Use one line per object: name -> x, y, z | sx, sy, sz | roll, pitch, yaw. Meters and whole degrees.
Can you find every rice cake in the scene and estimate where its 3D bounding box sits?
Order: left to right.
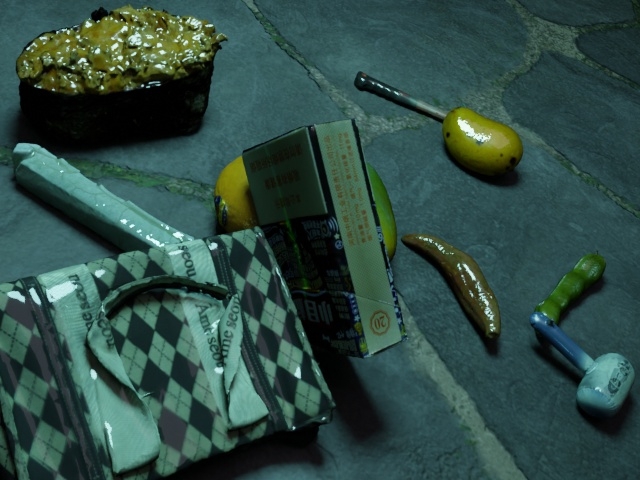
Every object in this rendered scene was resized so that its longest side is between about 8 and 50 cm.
rice cake -> -0.350, -0.050, 1.041 | 0.336, 0.066, 0.063 | 31, 39, 8

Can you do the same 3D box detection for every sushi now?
sushi -> -0.361, -0.308, 1.170 | 0.349, 0.207, 0.234 | -20, 66, -29

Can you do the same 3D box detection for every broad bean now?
broad bean -> 0.447, 0.094, 1.192 | 0.053, 0.052, 0.256 | 6, 34, 45

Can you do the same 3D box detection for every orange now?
orange -> -0.087, -0.067, 1.089 | 0.178, 0.155, 0.177 | 6, 37, -5

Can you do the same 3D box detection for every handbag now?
handbag -> -0.207, 0.168, 0.843 | 0.416, 0.180, 0.316 | -15, 65, -34

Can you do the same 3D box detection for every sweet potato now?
sweet potato -> 0.242, 0.065, 1.147 | 0.078, 0.058, 0.255 | -28, 57, -12

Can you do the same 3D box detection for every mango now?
mango -> 0.063, -0.046, 1.131 | 0.156, 0.114, 0.251 | 41, 25, -28
mango -> 0.332, -0.202, 1.374 | 0.178, 0.090, 0.115 | 27, 86, 5

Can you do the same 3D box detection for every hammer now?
hammer -> 0.209, -0.306, 1.472 | 0.288, 0.033, 0.111 | 23, 48, 2
hammer -> 0.415, 0.189, 1.071 | 0.194, 0.069, 0.116 | 45, 52, 9

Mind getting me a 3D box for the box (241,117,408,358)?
box -> 0.000, 0.000, 0.929 | 0.084, 0.198, 0.309 | -17, 96, -31
